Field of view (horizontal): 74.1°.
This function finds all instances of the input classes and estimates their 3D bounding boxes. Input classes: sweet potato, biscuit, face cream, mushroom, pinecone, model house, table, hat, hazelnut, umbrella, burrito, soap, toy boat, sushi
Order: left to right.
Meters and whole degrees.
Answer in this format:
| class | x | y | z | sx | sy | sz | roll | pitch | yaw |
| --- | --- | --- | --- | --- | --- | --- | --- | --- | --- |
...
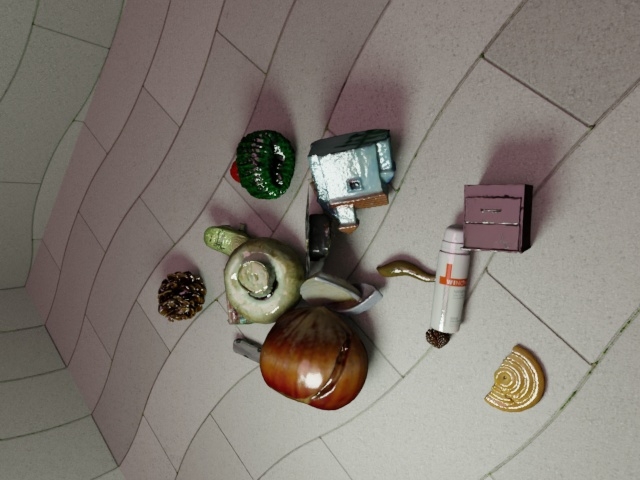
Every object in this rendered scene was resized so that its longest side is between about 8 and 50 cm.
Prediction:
| class | x | y | z | sx | sy | sz | roll | pitch | yaw |
| --- | --- | --- | --- | --- | --- | --- | --- | --- | --- |
| pinecone | -0.669 | 0.271 | 2.050 | 0.257 | 0.244 | 0.243 | -139 | 57 | -71 |
| soap | -0.341 | 0.241 | 1.908 | 0.218 | 0.098 | 0.273 | -7 | 90 | 34 |
| hat | -0.277 | -0.310 | 1.756 | 0.332 | 0.242 | 0.273 | 7 | 85 | 46 |
| umbrella | -0.256 | 0.518 | 1.892 | 0.338 | 0.067 | 0.073 | 15 | 113 | 31 |
| mushroom | -0.226 | 0.159 | 1.710 | 0.353 | 0.260 | 0.351 | -1 | 84 | 7 |
| hazelnut | -0.028 | 0.428 | 1.553 | 0.410 | 0.359 | 0.358 | 1 | 94 | 30 |
| sushi | 0.000 | 0.000 | 1.543 | 0.100 | 0.373 | 0.296 | 0 | 73 | -4 |
| burrito | 0.019 | -0.164 | 1.650 | 0.225 | 0.061 | 0.087 | 63 | 159 | 13 |
| toy boat | 0.048 | 0.191 | 1.554 | 0.276 | 0.294 | 0.111 | -38 | 37 | 52 |
| model house | 0.128 | -0.202 | 1.514 | 0.295 | 0.251 | 0.329 | -10 | 112 | 12 |
| sweet potato | 0.303 | 0.106 | 1.492 | 0.250 | 0.059 | 0.069 | 5 | 116 | 30 |
| pinecone | 0.395 | 0.326 | 1.435 | 0.083 | 0.077 | 0.077 | 11 | 100 | 43 |
| face cream | 0.427 | 0.122 | 1.382 | 0.102 | 0.102 | 0.345 | 10 | 101 | 33 |
| table | 0.524 | -0.069 | 1.258 | 0.169 | 0.173 | 0.192 | 4 | 96 | 34 |
| biscuit | 0.614 | 0.452 | 1.321 | 0.145 | 0.033 | 0.224 | 33 | 111 | 28 |

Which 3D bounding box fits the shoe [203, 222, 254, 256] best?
| class | x | y | z | sx | sy | sz | roll | pitch | yaw |
| --- | --- | --- | --- | --- | --- | --- | --- | --- | --- |
| shoe | -0.393 | -0.003 | 1.911 | 0.263 | 0.128 | 0.139 | 17 | 115 | 3 |
